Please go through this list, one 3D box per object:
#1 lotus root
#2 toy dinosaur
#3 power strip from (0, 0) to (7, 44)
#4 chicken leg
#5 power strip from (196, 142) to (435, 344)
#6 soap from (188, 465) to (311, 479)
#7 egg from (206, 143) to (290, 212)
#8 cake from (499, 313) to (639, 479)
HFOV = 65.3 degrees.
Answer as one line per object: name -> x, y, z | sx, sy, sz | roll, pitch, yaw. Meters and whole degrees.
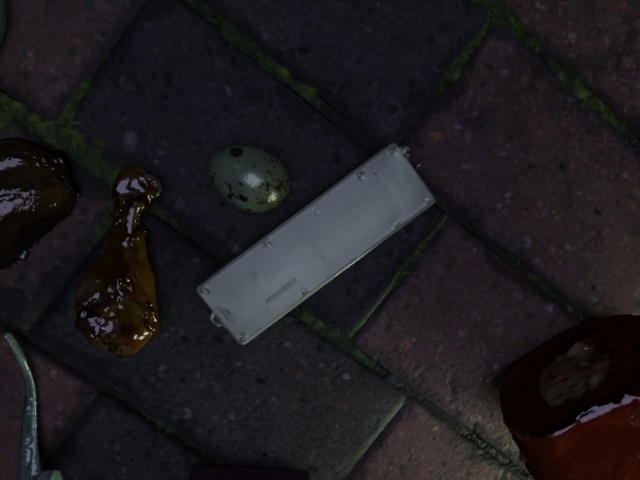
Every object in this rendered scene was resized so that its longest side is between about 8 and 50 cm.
lotus root -> -0.470, -0.022, 0.623 | 0.329, 0.078, 0.167 | -26, 101, -1
toy dinosaur -> -0.363, 0.318, 0.677 | 0.129, 0.076, 0.383 | 5, 91, 18
power strip -> -0.497, -0.264, 0.603 | 0.215, 0.044, 0.137 | 3, 98, -6
chicken leg -> -0.255, 0.028, 0.654 | 0.107, 0.087, 0.252 | 9, 90, -28
power strip -> 0.000, 0.000, 0.688 | 0.367, 0.043, 0.106 | -36, 100, 0
soap -> -0.112, 0.462, 0.721 | 0.181, 0.081, 0.260 | 4, 96, -7
egg -> -0.093, -0.082, 0.647 | 0.110, 0.085, 0.085 | 21, 95, 4
cake -> 0.393, 0.224, 0.693 | 0.282, 0.177, 0.151 | -31, 100, 5
